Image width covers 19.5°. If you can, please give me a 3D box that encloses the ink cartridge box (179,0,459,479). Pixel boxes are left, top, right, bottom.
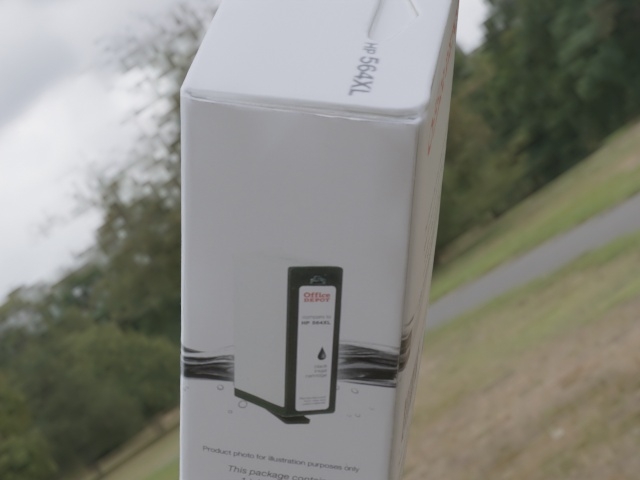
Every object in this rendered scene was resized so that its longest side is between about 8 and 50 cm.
[{"bbox_3d":[0.000,0.000,0.709,0.086,0.203,0.148,7,33,6],"label":"ink cartridge box"}]
